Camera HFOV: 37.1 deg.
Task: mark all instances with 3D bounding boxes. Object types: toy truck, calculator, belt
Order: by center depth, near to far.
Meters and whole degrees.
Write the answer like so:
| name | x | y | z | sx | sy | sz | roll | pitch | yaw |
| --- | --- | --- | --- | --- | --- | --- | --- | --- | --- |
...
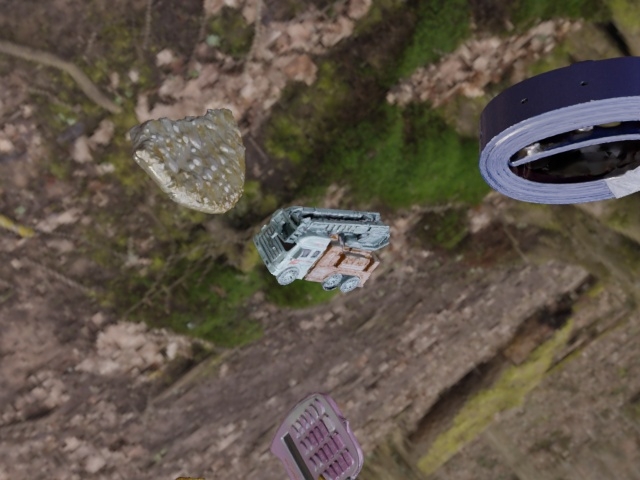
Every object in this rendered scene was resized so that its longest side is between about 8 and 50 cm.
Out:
| name | x | y | z | sx | sy | sz | roll | pitch | yaw |
| --- | --- | --- | --- | --- | --- | --- | --- | --- | --- |
| belt | 0.429 | -0.170 | 1.540 | 0.346 | 0.212 | 0.117 | -10 | -138 | 18 |
| calculator | -0.003 | 0.417 | 1.906 | 0.043 | 0.194 | 0.294 | -16 | 156 | -36 |
| toy truck | 0.000 | 0.000 | 2.137 | 0.338 | 0.133 | 0.184 | 10 | 130 | -46 |

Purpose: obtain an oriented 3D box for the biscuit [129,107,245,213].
| name | x | y | z | sx | sy | sz | roll | pitch | yaw |
| --- | --- | --- | --- | --- | --- | --- | --- | --- | --- |
| biscuit | -0.156 | -0.099 | 1.242 | 0.038 | 0.141 | 0.290 | -29 | -179 | 22 |

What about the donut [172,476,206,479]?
| name | x | y | z | sx | sy | sz | roll | pitch | yaw |
| --- | --- | --- | --- | --- | --- | --- | --- | --- | --- |
| donut | -0.199 | 0.435 | 1.405 | 0.146 | 0.181 | 0.078 | -12 | -146 | 3 |
